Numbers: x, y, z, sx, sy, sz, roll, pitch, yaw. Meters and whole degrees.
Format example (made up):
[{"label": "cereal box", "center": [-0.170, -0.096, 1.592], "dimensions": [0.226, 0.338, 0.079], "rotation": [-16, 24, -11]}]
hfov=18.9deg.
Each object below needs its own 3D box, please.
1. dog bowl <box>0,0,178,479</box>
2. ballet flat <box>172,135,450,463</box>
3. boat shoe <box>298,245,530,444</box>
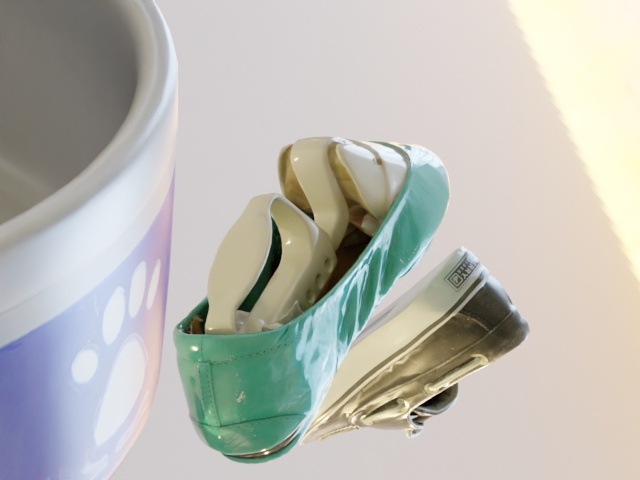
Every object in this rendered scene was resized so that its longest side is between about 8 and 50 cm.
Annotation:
[{"label": "dog bowl", "center": [-0.172, -0.009, 0.532], "dimensions": [0.265, 0.104, 0.265], "rotation": [3, -147, -2]}, {"label": "ballet flat", "center": [0.000, 0.000, 0.946], "dimensions": [0.247, 0.083, 0.087], "rotation": [-58, -40, -45]}, {"label": "boat shoe", "center": [0.044, 0.083, 1.141], "dimensions": [0.070, 0.219, 0.078], "rotation": [45, -128, -1]}]
